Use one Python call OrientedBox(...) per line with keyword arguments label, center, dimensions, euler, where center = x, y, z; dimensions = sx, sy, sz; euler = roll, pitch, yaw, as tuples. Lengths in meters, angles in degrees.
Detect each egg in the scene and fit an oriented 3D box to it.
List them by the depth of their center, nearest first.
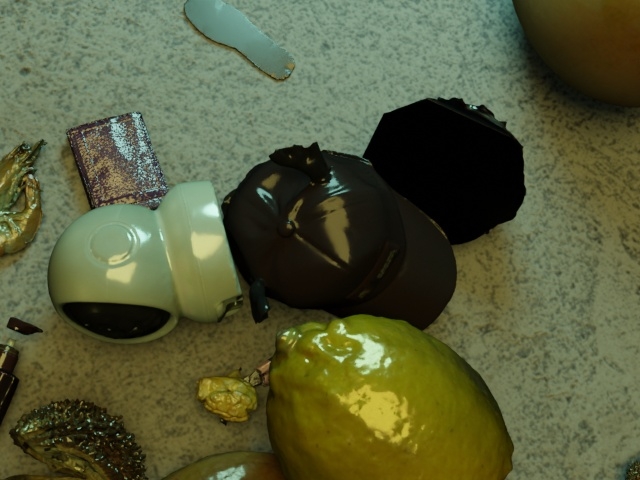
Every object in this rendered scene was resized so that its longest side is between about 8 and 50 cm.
OrientedBox(label="egg", center=(0.422, -0.367, 1.424), dimensions=(0.301, 0.301, 0.373), euler=(-26, 82, -12))

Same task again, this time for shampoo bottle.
OrientedBox(label="shampoo bottle", center=(-0.433, 0.212, 1.302), dimensions=(0.068, 0.067, 0.236), euler=(19, 76, 6))

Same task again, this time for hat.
OrientedBox(label="hat", center=(0.016, 0.014, 1.311), dimensions=(0.336, 0.209, 0.238), euler=(30, 101, 2))

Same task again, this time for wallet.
OrientedBox(label="wallet", center=(-0.277, -0.094, 1.409), dimensions=(0.111, 0.030, 0.165), euler=(-19, 80, -10))

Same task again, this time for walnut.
OrientedBox(label="walnut", center=(-0.137, 0.340, 1.286), dimensions=(0.245, 0.137, 0.137), euler=(-14, 80, -14))

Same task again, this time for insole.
OrientedBox(label="insole", center=(-0.118, -0.300, 1.489), dimensions=(0.188, 0.004, 0.064), euler=(36, 76, 1))

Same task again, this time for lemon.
OrientedBox(label="lemon", center=(0.077, 0.237, 1.258), dimensions=(0.316, 0.285, 0.285), euler=(11, 76, -9))

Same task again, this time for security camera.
OrientedBox(label="security camera", center=(-0.232, 0.033, 1.308), dimensions=(0.236, 0.194, 0.194), euler=(-12, 80, -10))

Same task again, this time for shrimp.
OrientedBox(label="shrimp", center=(-0.417, -0.060, 1.378), dimensions=(0.099, 0.041, 0.180), euler=(26, 75, -2))

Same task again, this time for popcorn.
OrientedBox(label="popcorn", center=(-0.125, 0.216, 1.347), dimensions=(0.084, 0.084, 0.084), euler=(2, 77, -7))

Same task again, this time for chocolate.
OrientedBox(label="chocolate", center=(0.182, -0.120, 1.440), dimensions=(0.224, 0.206, 0.177), euler=(25, 33, -2))

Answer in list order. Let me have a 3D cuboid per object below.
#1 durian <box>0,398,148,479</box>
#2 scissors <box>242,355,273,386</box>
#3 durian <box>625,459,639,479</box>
OrientedBox(label="durian", center=(-0.303, 0.296, 1.259), dimensions=(0.196, 0.167, 0.196), euler=(-2, 94, -28))
OrientedBox(label="scissors", center=(-0.057, 0.174, 1.389), dimensions=(0.113, 0.012, 0.039), euler=(-26, 82, -12))
OrientedBox(label="durian", center=(0.459, 0.336, 1.389), dimensions=(0.080, 0.080, 0.091), euler=(2, 57, -7))
